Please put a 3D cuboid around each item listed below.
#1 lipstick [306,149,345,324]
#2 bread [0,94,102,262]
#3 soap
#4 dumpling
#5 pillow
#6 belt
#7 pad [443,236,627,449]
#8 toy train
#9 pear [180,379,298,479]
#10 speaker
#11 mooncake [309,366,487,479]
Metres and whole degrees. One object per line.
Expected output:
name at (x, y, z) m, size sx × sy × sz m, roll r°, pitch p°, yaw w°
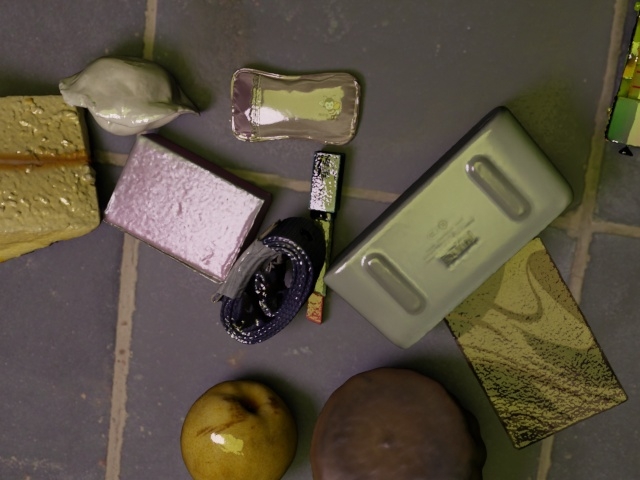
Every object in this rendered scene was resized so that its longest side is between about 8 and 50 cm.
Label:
lipstick at (0.000, 0.000, 1.531) m, size 0.051 × 0.051 × 0.312 m, roll 8°, pitch 100°, yaw 9°
bread at (-0.522, -0.110, 1.563) m, size 0.236 × 0.198 × 0.264 m, roll -8°, pitch 75°, yaw -18°
soap at (-0.239, -0.057, 1.549) m, size 0.259 × 0.081 × 0.181 m, roll 27°, pitch 102°, yaw 7°
dumpling at (-0.332, -0.248, 1.499) m, size 0.250 × 0.162 × 0.132 m, roll 12°, pitch 115°, yaw -2°
pillow at (-0.047, -0.232, 1.513) m, size 0.232 × 0.038 × 0.131 m, roll 5°, pitch 101°, yaw 7°
belt at (-0.080, 0.065, 1.493) m, size 0.139 × 0.126 × 0.231 m, roll 35°, pitch 119°, yaw 2°
pad at (0.362, 0.185, 1.516) m, size 0.220 × 0.004 × 0.330 m, roll -29°, pitch 92°, yaw 13°
toy train at (0.520, -0.277, 1.348) m, size 0.100 × 0.160 × 0.296 m, roll 15°, pitch 100°, yaw 14°
pear at (-0.146, 0.357, 1.532) m, size 0.208 × 0.209 × 0.209 m, roll 1°, pitch 98°, yaw 10°
speaker at (0.210, -0.017, 1.429) m, size 0.406 × 0.183 × 0.184 m, roll -44°, pitch 93°, yaw 12°
mooncake at (0.137, 0.366, 1.457) m, size 0.290 × 0.161 × 0.291 m, roll -9°, pitch 66°, yaw 20°
